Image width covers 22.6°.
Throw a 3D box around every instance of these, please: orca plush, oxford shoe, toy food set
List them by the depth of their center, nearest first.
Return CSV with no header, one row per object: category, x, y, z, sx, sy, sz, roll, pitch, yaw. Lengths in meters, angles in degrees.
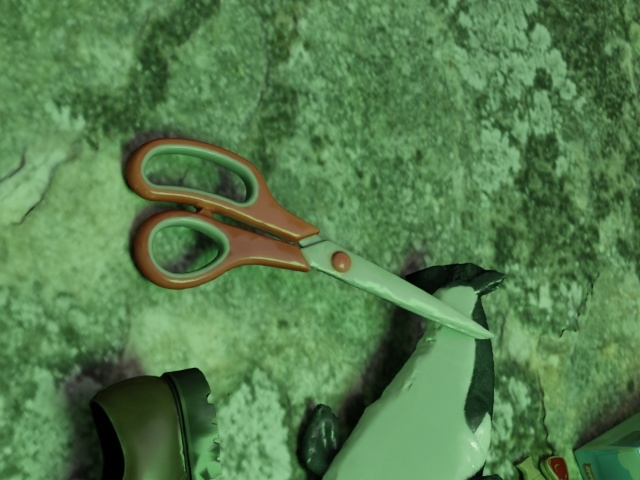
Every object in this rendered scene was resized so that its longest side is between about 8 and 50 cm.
oxford shoe,-0.111,0.201,1.025,0.096,0.083,0.227,-6,82,-25
orca plush,0.063,0.155,1.210,0.151,0.102,0.287,4,57,3
toy food set,0.205,0.234,1.344,0.078,0.019,0.122,-15,81,-45

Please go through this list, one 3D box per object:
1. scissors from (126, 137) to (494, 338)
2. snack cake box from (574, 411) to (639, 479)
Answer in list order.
scissors,0.000,0.000,1.153,0.297,0.021,0.109,11,72,-21
snack cake box,0.343,0.270,1.392,0.152,0.089,0.264,-25,95,-32
